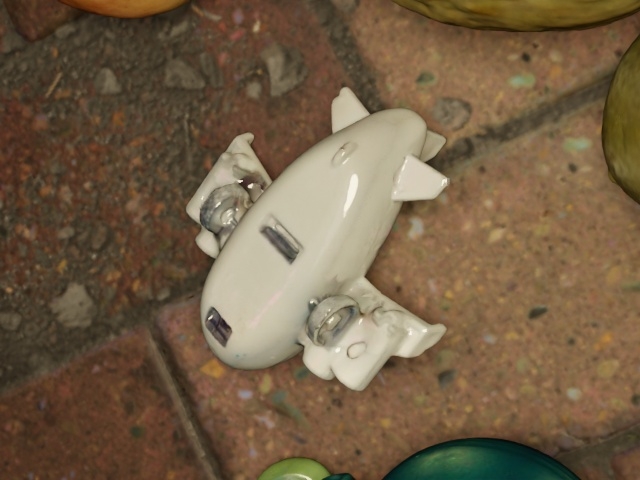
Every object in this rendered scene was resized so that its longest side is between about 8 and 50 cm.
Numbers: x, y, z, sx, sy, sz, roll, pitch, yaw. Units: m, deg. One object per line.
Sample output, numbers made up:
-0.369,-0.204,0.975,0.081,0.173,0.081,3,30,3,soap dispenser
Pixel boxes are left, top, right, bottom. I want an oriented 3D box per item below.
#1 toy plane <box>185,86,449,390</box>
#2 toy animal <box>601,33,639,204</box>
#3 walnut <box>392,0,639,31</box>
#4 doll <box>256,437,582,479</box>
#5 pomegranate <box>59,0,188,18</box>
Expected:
0.000,0.000,0.914,0.244,0.117,0.245,-4,82,31,toy plane
0.277,-0.086,0.710,0.180,0.363,0.181,-23,90,2,toy animal
0.136,-0.250,0.784,0.283,0.283,0.227,11,114,16,walnut
0.079,0.247,0.865,0.322,0.186,0.199,-10,90,20,doll
-0.151,-0.265,0.910,0.191,0.191,0.191,1,93,17,pomegranate
